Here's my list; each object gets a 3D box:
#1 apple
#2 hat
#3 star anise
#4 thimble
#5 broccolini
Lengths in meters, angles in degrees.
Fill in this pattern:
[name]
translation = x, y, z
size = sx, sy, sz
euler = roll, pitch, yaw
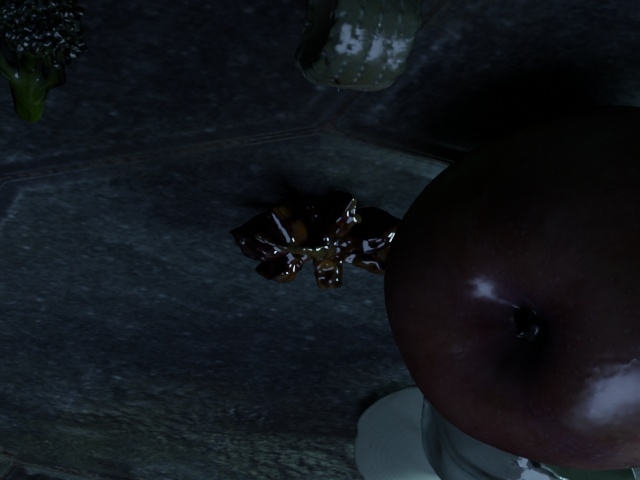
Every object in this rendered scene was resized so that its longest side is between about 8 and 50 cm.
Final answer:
[apple]
translation = 0.202, 0.037, 1.217
size = 0.305, 0.306, 0.235
euler = -20, 177, 37
[hat]
translation = 0.171, 0.252, 1.754
size = 0.258, 0.168, 0.301
euler = 26, 144, -35
[star anise]
translation = -0.001, 0.000, 1.413
size = 0.168, 0.057, 0.168
euler = -3, 160, -1
[thimble]
translation = 0.025, -0.145, 1.099
size = 0.062, 0.084, 0.110
euler = 10, 149, -15
[broccolini]
translation = -0.212, -0.147, 1.174
size = 0.091, 0.068, 0.202
euler = 20, 165, -6
